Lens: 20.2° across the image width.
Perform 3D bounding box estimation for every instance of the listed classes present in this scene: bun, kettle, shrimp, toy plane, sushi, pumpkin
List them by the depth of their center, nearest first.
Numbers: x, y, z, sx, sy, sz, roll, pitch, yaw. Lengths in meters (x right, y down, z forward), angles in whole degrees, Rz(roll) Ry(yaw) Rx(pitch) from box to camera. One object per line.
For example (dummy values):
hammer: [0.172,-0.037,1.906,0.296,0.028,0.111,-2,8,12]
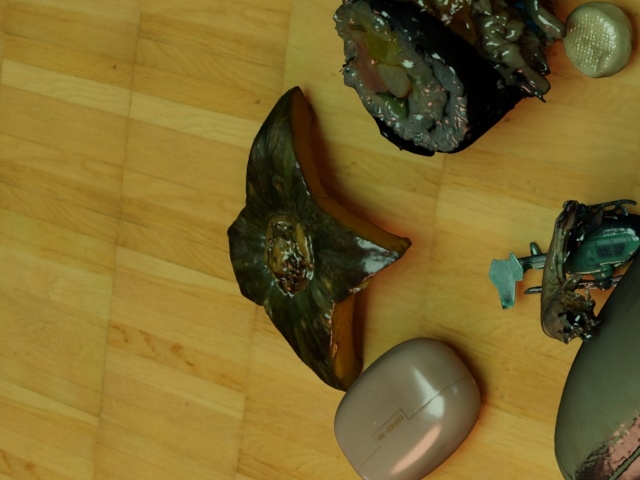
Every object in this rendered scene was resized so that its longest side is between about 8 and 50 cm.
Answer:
kettle: [0.364,0.178,1.825,0.228,0.321,0.324,23,123,-12]
shrimp: [0.266,0.036,1.876,0.046,0.219,0.152,9,97,-4]
bun: [0.308,-0.219,1.954,0.086,0.055,0.086,20,118,45]
sushi: [0.151,-0.227,1.996,0.238,0.219,0.225,41,160,-1]
toy plane: [0.289,0.015,2.001,0.235,0.060,0.096,-11,103,33]
pumpkin: [-0.017,0.003,2.202,0.290,0.095,0.258,52,135,30]

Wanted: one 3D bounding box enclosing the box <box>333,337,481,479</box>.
box: [0.102,0.207,2.143,0.146,0.088,0.200,53,124,18]
